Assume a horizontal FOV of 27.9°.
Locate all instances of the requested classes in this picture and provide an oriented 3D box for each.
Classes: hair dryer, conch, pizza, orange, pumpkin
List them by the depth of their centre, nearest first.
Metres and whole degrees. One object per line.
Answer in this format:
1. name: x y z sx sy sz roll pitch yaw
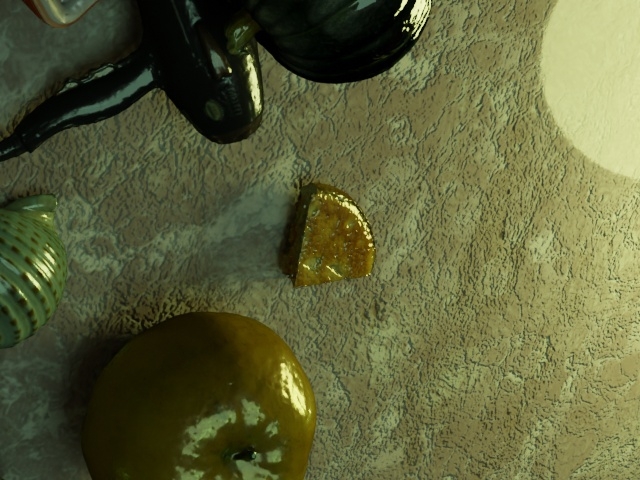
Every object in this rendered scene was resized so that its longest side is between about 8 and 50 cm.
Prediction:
1. pumpkin: -0.011 -0.258 1.258 0.216 0.250 0.250 -40 132 -6
2. hair dryer: -0.242 -0.180 1.313 0.359 0.120 0.303 -31 121 -10
3. conch: -0.330 0.038 1.322 0.200 0.131 0.172 -33 129 -18
4. orange: -0.144 0.216 1.502 0.279 0.235 0.279 -7 104 -30
5. pizza: 0.000 -0.001 1.618 0.134 0.046 0.175 -39 131 -16

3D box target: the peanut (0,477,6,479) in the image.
1. peanut: -0.460 0.311 1.366 0.319 0.147 0.147 0 114 -35

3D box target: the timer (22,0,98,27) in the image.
1. timer: -0.219 -0.358 1.150 0.257 0.161 0.250 -48 131 -18
